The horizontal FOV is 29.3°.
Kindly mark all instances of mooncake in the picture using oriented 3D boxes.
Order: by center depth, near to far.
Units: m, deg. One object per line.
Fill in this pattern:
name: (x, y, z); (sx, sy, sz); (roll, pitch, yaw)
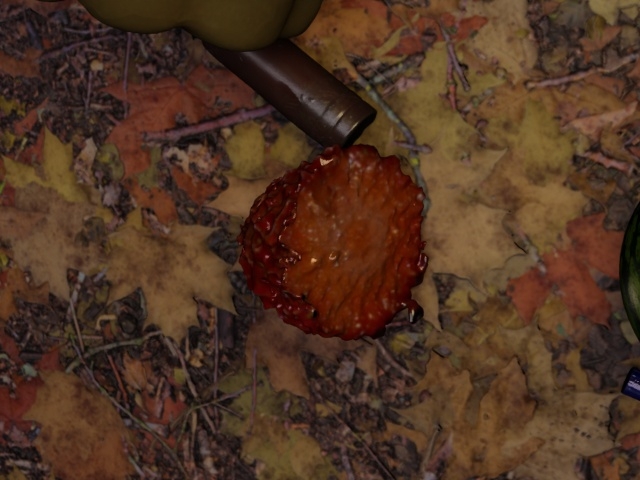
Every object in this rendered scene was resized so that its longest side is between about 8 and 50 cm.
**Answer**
mooncake: (-0.160, -0.334, 1.256); (0.378, 0.378, 0.201); (27, 119, 14)

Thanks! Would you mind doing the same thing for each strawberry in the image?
strawberry: (0.000, 0.000, 1.380); (0.178, 0.234, 0.234); (9, 105, 48)

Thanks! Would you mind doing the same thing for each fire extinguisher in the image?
fire extinguisher: (-0.061, -0.198, 1.402); (0.267, 0.072, 0.089); (40, 148, 9)

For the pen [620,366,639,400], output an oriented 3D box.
pen: (0.450, 0.204, 1.301); (0.269, 0.033, 0.033); (24, 107, 15)

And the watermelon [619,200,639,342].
watermelon: (0.427, 0.029, 1.142); (0.285, 0.285, 0.285); (4, 101, 20)
